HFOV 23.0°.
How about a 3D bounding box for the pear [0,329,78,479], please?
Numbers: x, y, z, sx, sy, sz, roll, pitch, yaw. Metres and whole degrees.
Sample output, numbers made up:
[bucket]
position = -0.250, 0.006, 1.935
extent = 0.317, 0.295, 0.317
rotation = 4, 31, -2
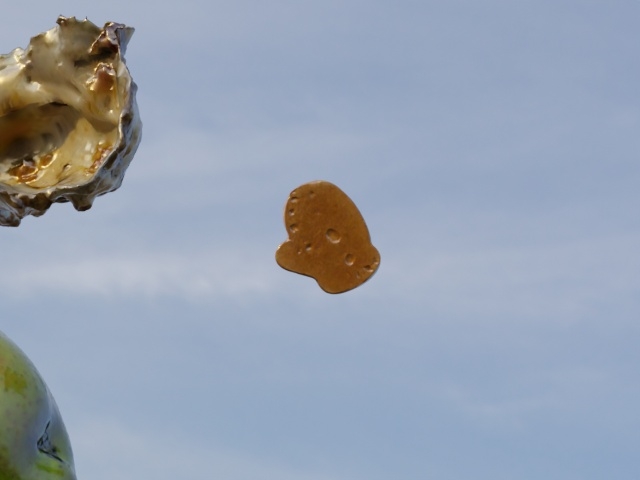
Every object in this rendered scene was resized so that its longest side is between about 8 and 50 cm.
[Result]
[pear]
position = -0.248, 0.118, 0.959
extent = 0.220, 0.187, 0.187
rotation = 16, -25, 22

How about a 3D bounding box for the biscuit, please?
[biscuit]
position = 0.000, 0.000, 1.860
extent = 0.023, 0.118, 0.140
rotation = -166, -127, -81

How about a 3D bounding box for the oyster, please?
[oyster]
position = -0.290, -0.068, 1.302
extent = 0.337, 0.197, 0.133
rotation = -12, -56, 19
